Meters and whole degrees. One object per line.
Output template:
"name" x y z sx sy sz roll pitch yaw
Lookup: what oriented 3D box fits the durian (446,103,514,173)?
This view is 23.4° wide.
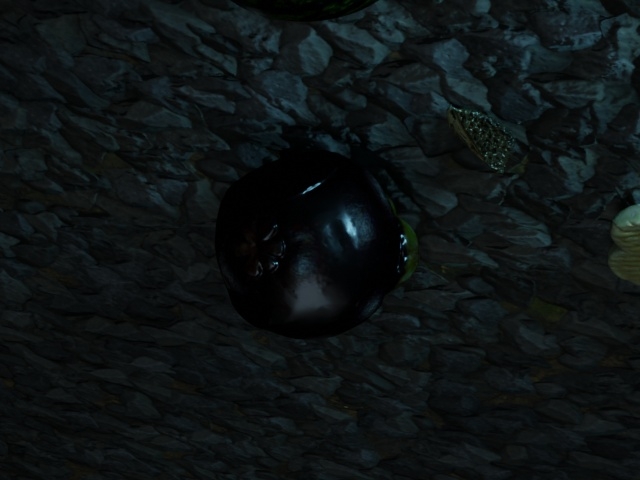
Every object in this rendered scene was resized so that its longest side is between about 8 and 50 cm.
"durian" 0.211 -0.134 1.981 0.130 0.052 0.066 46 177 -38

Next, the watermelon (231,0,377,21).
"watermelon" -0.018 -0.342 1.506 0.269 0.269 0.269 12 151 7

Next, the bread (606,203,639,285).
"bread" 0.531 0.019 2.061 0.316 0.054 0.316 13 151 7

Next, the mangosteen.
"mangosteen" -0.003 -0.003 2.117 0.287 0.287 0.233 -12 113 40
